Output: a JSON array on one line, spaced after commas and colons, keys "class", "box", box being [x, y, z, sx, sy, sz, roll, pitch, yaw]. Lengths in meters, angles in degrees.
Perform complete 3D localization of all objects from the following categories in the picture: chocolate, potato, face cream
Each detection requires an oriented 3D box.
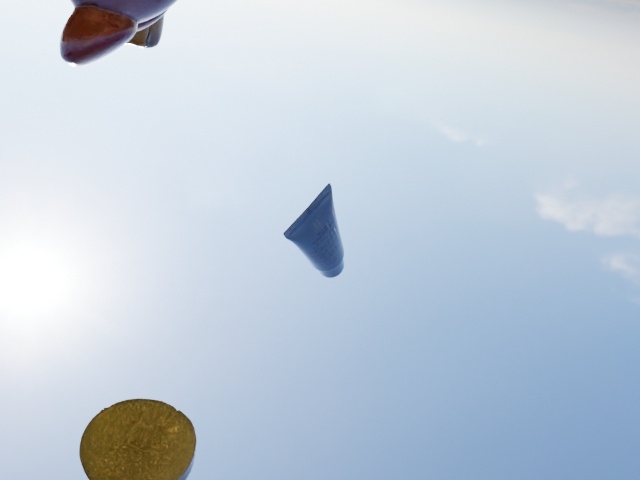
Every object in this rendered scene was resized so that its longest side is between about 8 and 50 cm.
[{"class": "chocolate", "box": [-0.433, -0.524, 1.408, 0.261, 0.161, 0.083, 22, -161, 36]}, {"class": "potato", "box": [-0.319, 0.400, 1.123, 0.203, 0.158, 0.178, -5, -128, -6]}, {"class": "face cream", "box": [0.000, 0.000, 1.356, 0.086, 0.136, 0.385, 39, 171, 18]}]

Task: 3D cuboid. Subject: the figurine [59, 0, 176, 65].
[{"class": "figurine", "box": [-0.301, -0.444, 0.970, 0.211, 0.262, 0.270, -1, -146, 15]}]
